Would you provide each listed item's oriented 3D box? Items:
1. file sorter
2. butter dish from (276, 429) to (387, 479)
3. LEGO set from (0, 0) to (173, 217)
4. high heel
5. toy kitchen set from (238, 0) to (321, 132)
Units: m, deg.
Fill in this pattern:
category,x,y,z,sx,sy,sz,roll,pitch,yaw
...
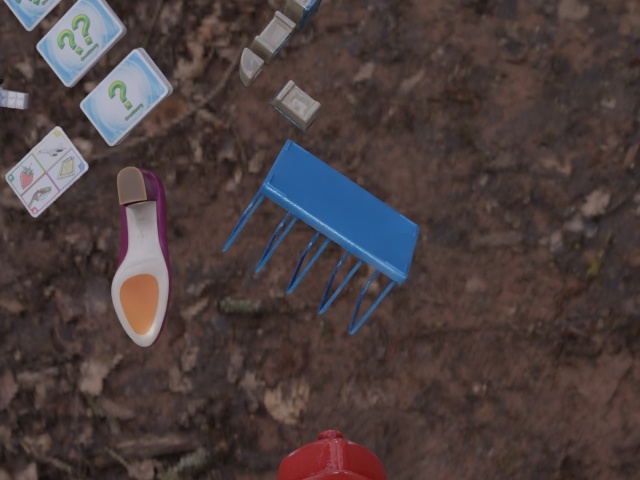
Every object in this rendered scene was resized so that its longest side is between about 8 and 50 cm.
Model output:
category,x,y,z,sx,sy,sz,roll,pitch,yaw
file sorter,0.000,0.000,1.243,0.170,0.104,0.118,33,29,-6
butter dish,0.015,0.314,1.621,0.159,0.160,0.118,-25,49,31
LEGO set,-0.273,-0.124,1.047,0.244,0.060,0.182,-39,83,20
high heel,-0.238,0.022,1.617,0.082,0.117,0.244,-11,84,5
toy kitchen set,-0.029,-0.314,2.061,0.166,0.122,0.207,38,80,-2
